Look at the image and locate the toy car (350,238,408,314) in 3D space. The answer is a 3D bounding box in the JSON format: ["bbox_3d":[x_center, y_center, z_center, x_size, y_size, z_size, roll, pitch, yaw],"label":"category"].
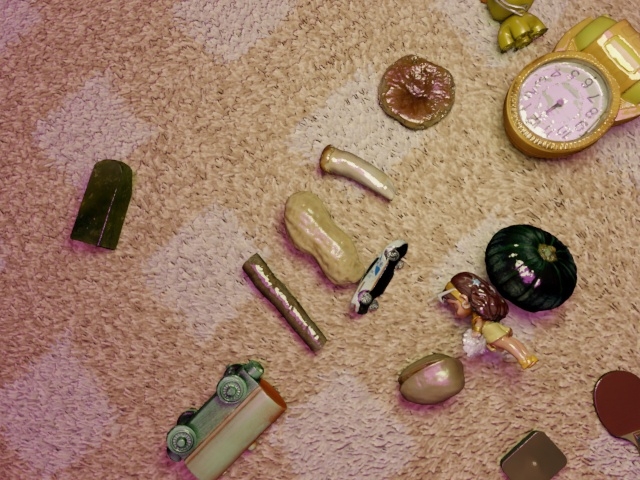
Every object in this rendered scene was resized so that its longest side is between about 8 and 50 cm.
[{"bbox_3d":[0.138,0.083,1.019,0.056,0.095,0.204,29,84,26],"label":"toy car"}]

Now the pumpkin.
[{"bbox_3d":[0.461,0.056,0.959,0.202,0.140,0.201,8,59,-13],"label":"pumpkin"}]

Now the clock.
[{"bbox_3d":[0.574,-0.324,1.000,0.317,0.200,0.244,-37,77,7],"label":"clock"}]

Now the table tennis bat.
[{"bbox_3d":[0.688,0.397,0.967,0.130,0.019,0.220,-19,79,1],"label":"table tennis bat"}]

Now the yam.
[{"bbox_3d":[-0.085,0.147,1.043,0.061,0.061,0.274,-41,82,-2],"label":"yam"}]

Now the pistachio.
[{"bbox_3d":[0.245,0.307,0.969,0.149,0.113,0.113,-20,81,0],"label":"pistachio"}]

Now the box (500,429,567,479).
[{"bbox_3d":[0.466,0.487,0.964,0.126,0.031,0.091,-42,81,-3],"label":"box"}]

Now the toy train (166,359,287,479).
[{"bbox_3d":[-0.211,0.413,0.995,0.285,0.116,0.177,-45,93,-3],"label":"toy train"}]

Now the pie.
[{"bbox_3d":[0.239,-0.368,1.099,0.195,0.046,0.195,-1,83,5],"label":"pie"}]

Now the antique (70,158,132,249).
[{"bbox_3d":[-0.540,-0.094,1.104,0.081,0.080,0.220,14,82,5],"label":"antique"}]

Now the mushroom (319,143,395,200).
[{"bbox_3d":[0.092,-0.165,1.067,0.209,0.084,0.071,28,106,5],"label":"mushroom"}]

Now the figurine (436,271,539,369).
[{"bbox_3d":[0.358,0.175,0.948,0.116,0.175,0.240,-39,59,22],"label":"figurine"}]

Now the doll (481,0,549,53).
[{"bbox_3d":[0.465,-0.583,1.077,0.135,0.143,0.220,-16,86,-27],"label":"doll"}]

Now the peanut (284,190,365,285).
[{"bbox_3d":[0.000,0.000,1.032,0.124,0.123,0.256,-35,84,-1],"label":"peanut"}]
